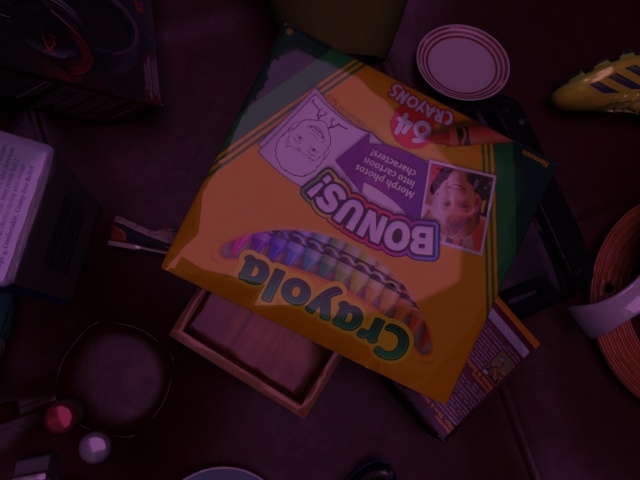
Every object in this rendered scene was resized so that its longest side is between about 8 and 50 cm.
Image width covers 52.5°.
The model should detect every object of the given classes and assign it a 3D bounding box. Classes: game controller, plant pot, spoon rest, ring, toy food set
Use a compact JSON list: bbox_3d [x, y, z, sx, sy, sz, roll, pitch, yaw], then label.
[{"bbox_3d":[0.269,-0.050,0.946,0.166,0.067,0.319,-23,85,3],"label":"game controller"},{"bbox_3d":[0.026,-0.390,0.868,0.274,0.275,0.294,-1,98,-9],"label":"plant pot"},{"bbox_3d":[0.478,0.035,0.911,0.276,0.084,0.137,-37,89,-13],"label":"spoon rest"},{"bbox_3d":[0.554,0.096,0.974,0.336,0.032,0.337,1,81,-9],"label":"ring"},{"bbox_3d":[-0.374,0.251,0.774,0.232,0.104,0.111,-8,83,-10],"label":"toy food set"}]

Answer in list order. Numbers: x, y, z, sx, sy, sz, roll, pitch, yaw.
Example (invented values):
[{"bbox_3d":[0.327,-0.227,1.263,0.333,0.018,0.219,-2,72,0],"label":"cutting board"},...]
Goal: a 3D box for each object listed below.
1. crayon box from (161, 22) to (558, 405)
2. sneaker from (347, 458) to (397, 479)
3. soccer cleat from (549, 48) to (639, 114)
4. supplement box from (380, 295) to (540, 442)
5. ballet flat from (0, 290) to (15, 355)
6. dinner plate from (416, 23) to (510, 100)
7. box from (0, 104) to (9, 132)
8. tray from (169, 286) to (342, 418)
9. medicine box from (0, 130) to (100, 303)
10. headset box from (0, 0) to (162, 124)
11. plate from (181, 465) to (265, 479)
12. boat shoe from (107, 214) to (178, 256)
[{"bbox_3d":[0.048,-0.028,0.781,0.362,0.106,0.313,26,85,-3],"label":"crayon box"},{"bbox_3d":[0.037,0.368,0.833,0.067,0.078,0.188,43,78,-1],"label":"sneaker"},{"bbox_3d":[0.490,-0.225,0.981,0.289,0.093,0.121,-14,91,-10],"label":"soccer cleat"},{"bbox_3d":[0.187,0.166,0.883,0.188,0.081,0.104,-41,90,-12],"label":"supplement box"},{"bbox_3d":[-0.445,0.171,0.771,0.087,0.083,0.247,37,67,17],"label":"ballet flat"},{"bbox_3d":[0.211,-0.263,0.969,0.141,0.017,0.141,2,67,-5],"label":"dinner plate"},{"bbox_3d":[-0.458,-0.234,0.828,0.103,0.114,0.203,6,80,-8],"label":"box"},{"bbox_3d":[0.000,0.000,0.866,0.202,0.076,0.411,32,85,-3],"label":"tray"},{"bbox_3d":[-0.428,-0.041,0.727,0.289,0.263,0.149,15,79,-6],"label":"medicine box"},{"bbox_3d":[-0.322,-0.273,0.788,0.110,0.293,0.218,-11,83,33],"label":"headset box"},{"bbox_3d":[-0.129,0.386,0.834,0.188,0.024,0.188,1,82,-7],"label":"plate"},{"bbox_3d":[-0.213,0.000,0.866,0.136,0.049,0.043,11,78,-2],"label":"boat shoe"}]
